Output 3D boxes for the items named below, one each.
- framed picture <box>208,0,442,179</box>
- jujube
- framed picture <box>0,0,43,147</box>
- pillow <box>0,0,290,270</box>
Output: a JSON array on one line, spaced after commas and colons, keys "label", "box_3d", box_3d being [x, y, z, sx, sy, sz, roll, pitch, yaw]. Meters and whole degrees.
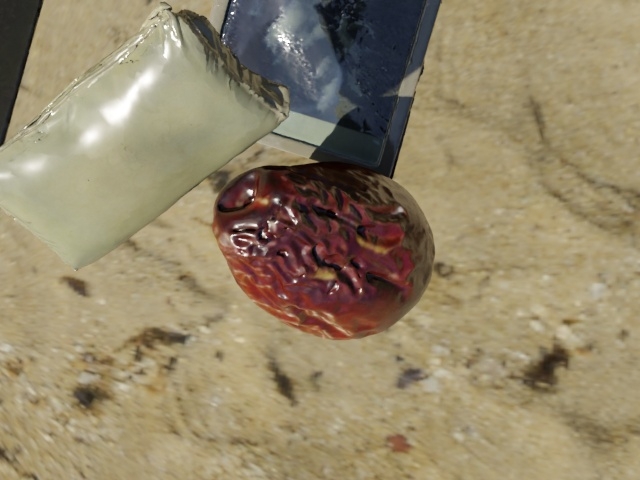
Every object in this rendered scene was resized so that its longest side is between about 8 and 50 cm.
[{"label": "framed picture", "box_3d": [0.005, -0.212, 1.292, 0.209, 0.019, 0.281, 15, 104, 4]}, {"label": "jujube", "box_3d": [0.000, 0.000, 1.236, 0.236, 0.168, 0.168, 29, 77, -54]}, {"label": "framed picture", "box_3d": [-0.382, -0.132, 1.254, 0.244, 0.013, 0.324, 6, 71, 13]}, {"label": "pillow", "box_3d": [-0.130, -0.069, 0.977, 0.208, 0.053, 0.119, -37, 117, 15]}]
